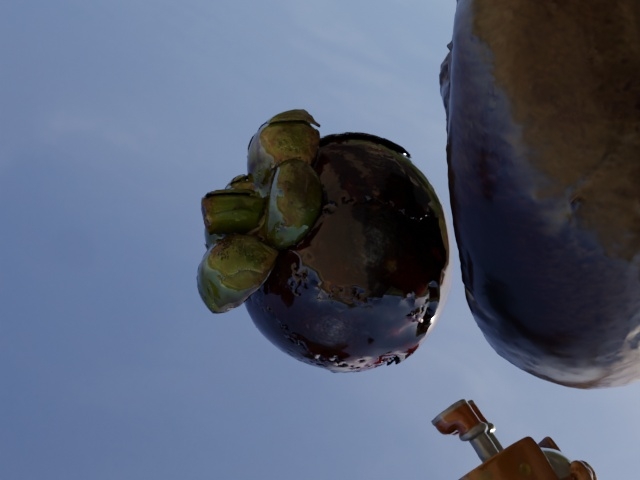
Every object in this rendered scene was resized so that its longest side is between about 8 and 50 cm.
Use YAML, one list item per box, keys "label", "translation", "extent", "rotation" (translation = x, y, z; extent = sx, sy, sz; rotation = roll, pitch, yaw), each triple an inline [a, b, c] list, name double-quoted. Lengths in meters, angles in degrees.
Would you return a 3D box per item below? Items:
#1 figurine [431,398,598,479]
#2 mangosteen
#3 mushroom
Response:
- label: "figurine"
  translation: [0.192, 0.249, 0.925]
  extent: [0.271, 0.143, 0.143]
  rotation: [40, -151, 24]
- label: "mangosteen"
  translation: [0.000, 0.000, 0.727]
  extent: [0.180, 0.166, 0.166]
  rotation: [23, -155, -34]
- label: "mushroom"
  translation: [0.150, -0.060, 0.617]
  extent: [0.163, 0.297, 0.278]
  rotation: [-9, -141, 10]
